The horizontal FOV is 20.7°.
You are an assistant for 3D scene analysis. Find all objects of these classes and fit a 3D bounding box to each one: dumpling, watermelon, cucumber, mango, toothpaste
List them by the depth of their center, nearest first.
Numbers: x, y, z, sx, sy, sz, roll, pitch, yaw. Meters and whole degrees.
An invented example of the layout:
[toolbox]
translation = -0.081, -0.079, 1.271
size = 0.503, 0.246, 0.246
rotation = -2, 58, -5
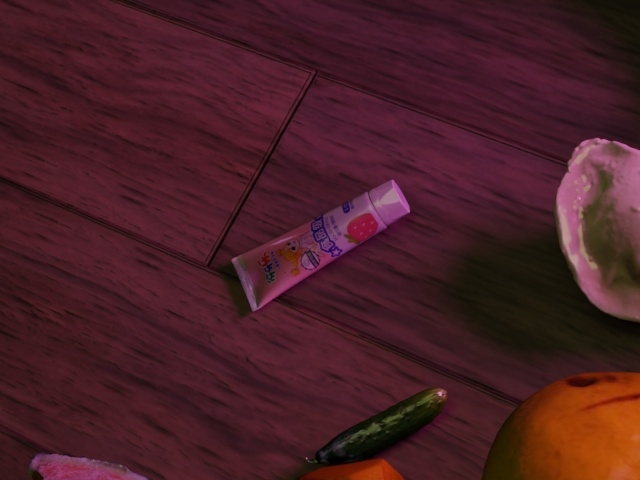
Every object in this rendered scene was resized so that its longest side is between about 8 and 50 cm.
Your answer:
[mango]
translation = 0.324, 0.295, 1.451
size = 0.301, 0.221, 0.445
rotation = -20, 54, -34
[dumpling]
translation = 0.301, -0.003, 1.673
size = 0.181, 0.111, 0.155
rotation = 31, 76, 33
[cucumber]
translation = 0.058, 0.188, 1.717
size = 0.155, 0.037, 0.037
rotation = -28, 61, 5
[watermelon]
translation = -0.231, 0.276, 1.735
size = 0.187, 0.139, 0.071
rotation = 15, 106, 23
[toothpaste]
translation = 0.000, 0.000, 1.820
size = 0.194, 0.043, 0.067
rotation = -30, 63, 11

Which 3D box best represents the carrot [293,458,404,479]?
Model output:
[carrot]
translation = -0.053, 0.306, 1.662
size = 0.301, 0.114, 0.114
rotation = -29, 61, 8
